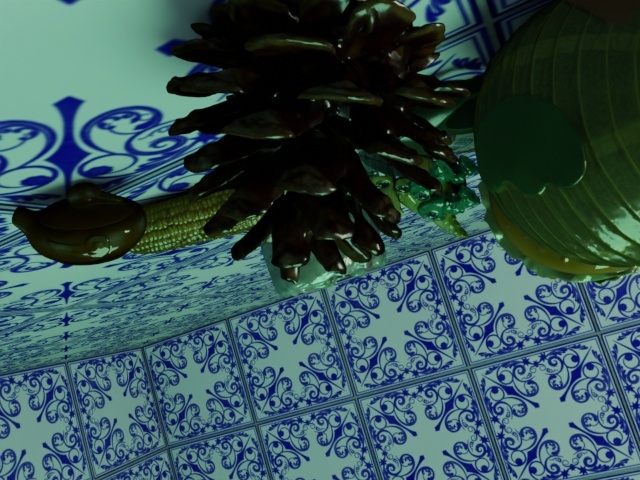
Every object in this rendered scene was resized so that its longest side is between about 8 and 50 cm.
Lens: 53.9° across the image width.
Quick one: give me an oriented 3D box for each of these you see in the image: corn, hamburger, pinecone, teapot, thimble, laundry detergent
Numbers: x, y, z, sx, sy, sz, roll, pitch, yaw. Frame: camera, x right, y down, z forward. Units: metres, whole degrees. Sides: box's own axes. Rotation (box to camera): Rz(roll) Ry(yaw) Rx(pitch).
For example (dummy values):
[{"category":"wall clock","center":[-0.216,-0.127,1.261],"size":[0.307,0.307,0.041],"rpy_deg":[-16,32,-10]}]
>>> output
[{"category":"corn","center":[-0.153,-0.030,0.787],"size":[0.207,0.068,0.068],"rpy_deg":[-14,171,-7]},{"category":"hamburger","center":[0.358,-0.070,0.855],"size":[0.274,0.274,0.212],"rpy_deg":[-23,170,32]},{"category":"pinecone","center":[-0.004,-0.069,0.423],"size":[0.208,0.207,0.208],"rpy_deg":[-17,171,-3]},{"category":"teapot","center":[-0.248,-0.023,0.653],"size":[0.129,0.078,0.098],"rpy_deg":[-3,-150,-6]},{"category":"thimble","center":[0.000,0.000,1.010],"size":[0.186,0.149,0.211],"rpy_deg":[-20,172,2]},{"category":"laundry detergent","center":[0.142,-0.139,0.693],"size":[0.211,0.063,0.137],"rpy_deg":[-9,167,-32]}]

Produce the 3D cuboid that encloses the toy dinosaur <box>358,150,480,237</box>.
[{"category":"toy dinosaur","center":[0.158,-0.066,0.889],"size":[0.259,0.094,0.153],"rpy_deg":[28,147,-32]}]

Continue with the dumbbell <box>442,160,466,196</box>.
[{"category":"dumbbell","center":[0.197,-0.094,1.045],"size":[0.069,0.069,0.147],"rpy_deg":[-8,168,-45]}]

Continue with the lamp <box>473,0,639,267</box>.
[{"category":"lamp","center":[0.250,-0.094,0.573],"size":[0.250,0.250,0.284],"rpy_deg":[-13,175,-24]}]
